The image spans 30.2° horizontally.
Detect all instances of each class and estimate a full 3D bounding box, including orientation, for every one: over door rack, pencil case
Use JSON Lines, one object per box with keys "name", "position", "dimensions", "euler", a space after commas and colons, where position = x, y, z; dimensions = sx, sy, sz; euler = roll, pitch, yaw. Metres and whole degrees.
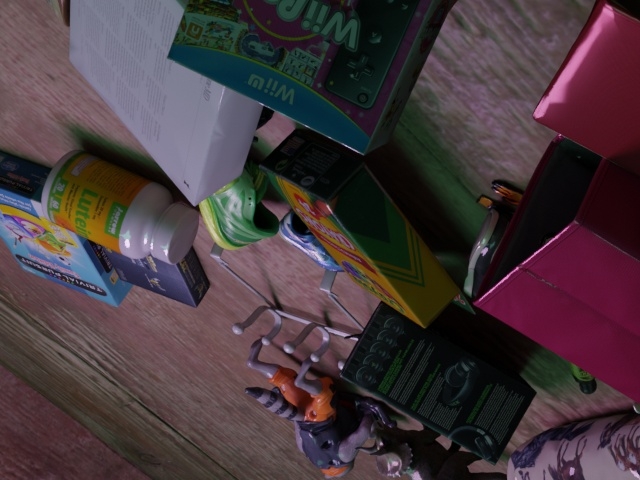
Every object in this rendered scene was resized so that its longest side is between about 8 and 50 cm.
{"name": "over door rack", "position": [-0.046, 0.126, 2.039], "dimensions": [0.239, 0.108, 0.324], "euler": [16, 153, 27]}
{"name": "pencil case", "position": [0.467, 0.371, 1.886], "dimensions": [0.183, 0.160, 0.410], "euler": [50, 151, -5]}

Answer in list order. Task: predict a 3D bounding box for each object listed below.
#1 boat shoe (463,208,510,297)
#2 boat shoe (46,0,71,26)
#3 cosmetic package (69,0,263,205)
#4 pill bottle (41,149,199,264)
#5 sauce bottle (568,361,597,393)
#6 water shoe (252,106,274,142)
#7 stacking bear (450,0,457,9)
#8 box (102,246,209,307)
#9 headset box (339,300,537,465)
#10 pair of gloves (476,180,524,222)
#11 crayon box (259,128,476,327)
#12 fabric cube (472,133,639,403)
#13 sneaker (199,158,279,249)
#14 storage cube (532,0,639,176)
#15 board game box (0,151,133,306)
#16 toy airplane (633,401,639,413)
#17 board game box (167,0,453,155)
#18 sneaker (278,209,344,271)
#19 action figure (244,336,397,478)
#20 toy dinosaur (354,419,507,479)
{"name": "boat shoe", "position": [0.242, 0.024, 1.608], "dimensions": [0.079, 0.084, 0.233], "euler": [20, 160, 13]}
{"name": "boat shoe", "position": [-0.337, -0.373, 1.502], "dimensions": [0.089, 0.104, 0.285], "euler": [40, 157, 6]}
{"name": "cosmetic package", "position": [-0.193, -0.245, 1.490], "dimensions": [0.284, 0.097, 0.377], "euler": [51, 156, 11]}
{"name": "pill bottle", "position": [-0.337, -0.051, 2.021], "dimensions": [0.246, 0.136, 0.136], "euler": [23, 152, 16]}
{"name": "sauce bottle", "position": [0.394, 0.187, 1.780], "dimensions": [0.042, 0.042, 0.128], "euler": [13, 151, 31]}
{"name": "water shoe", "position": [-0.097, -0.200, 1.616], "dimensions": [0.080, 0.073, 0.203], "euler": [8, 157, -12]}
{"name": "stacking bear", "position": [-0.013, -0.294, 1.258], "dimensions": [0.289, 0.164, 0.175], "euler": [39, 153, -6]}
{"name": "box", "position": [-0.320, 0.019, 2.211], "dimensions": [0.183, 0.059, 0.232], "euler": [18, 151, 22]}
{"name": "headset box", "position": [0.169, 0.205, 1.841], "dimensions": [0.283, 0.131, 0.246], "euler": [30, -179, 3]}
{"name": "pair of gloves", "position": [0.248, -0.045, 1.564], "dimensions": [0.074, 0.010, 0.083], "euler": [31, 154, 0]}
{"name": "crayon box", "position": [0.069, 0.000, 1.678], "dimensions": [0.318, 0.081, 0.202], "euler": [50, 170, -33]}
{"name": "fabric cube", "position": [0.360, -0.004, 1.251], "dimensions": [0.258, 0.254, 0.259], "euler": [31, 153, -3]}
{"name": "sneaker", "position": [-0.141, -0.107, 1.788], "dimensions": [0.123, 0.109, 0.295], "euler": [-7, 138, 18]}
{"name": "storage cube", "position": [0.332, -0.175, 1.060], "dimensions": [0.215, 0.183, 0.193], "euler": [29, 154, 4]}
{"name": "board game box", "position": [-0.530, -0.023, 2.335], "dimensions": [0.254, 0.079, 0.336], "euler": [19, 151, 24]}
{"name": "toy airplane", "position": [0.604, 0.283, 1.541], "dimensions": [0.384, 0.272, 0.386], "euler": [-11, 96, 39]}
{"name": "board game box", "position": [0.017, -0.267, 1.126], "dimensions": [0.224, 0.097, 0.303], "euler": [27, 109, 9]}
{"name": "sneaker", "position": [0.000, 0.000, 1.854], "dimensions": [0.144, 0.053, 0.059], "euler": [29, 151, 3]}
{"name": "action figure", "position": [-0.041, 0.349, 2.370], "dimensions": [0.341, 0.178, 0.330], "euler": [-2, 129, 45]}
{"name": "toy dinosaur", "position": [0.218, 0.419, 2.226], "dimensions": [0.313, 0.160, 0.121], "euler": [34, 154, -4]}
